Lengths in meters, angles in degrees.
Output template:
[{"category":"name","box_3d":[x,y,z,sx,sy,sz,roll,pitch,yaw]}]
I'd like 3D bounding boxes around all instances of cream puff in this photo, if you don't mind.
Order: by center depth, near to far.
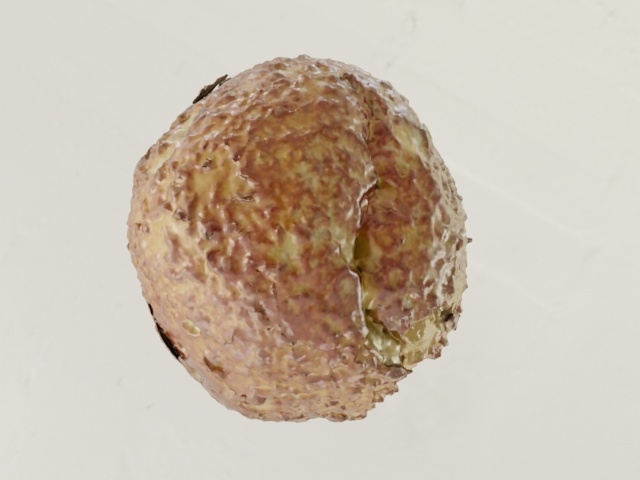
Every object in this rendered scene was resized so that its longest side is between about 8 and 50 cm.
[{"category":"cream puff","box_3d":[0.000,0.001,0.927,0.240,0.164,0.240,11,-105,-49]}]
